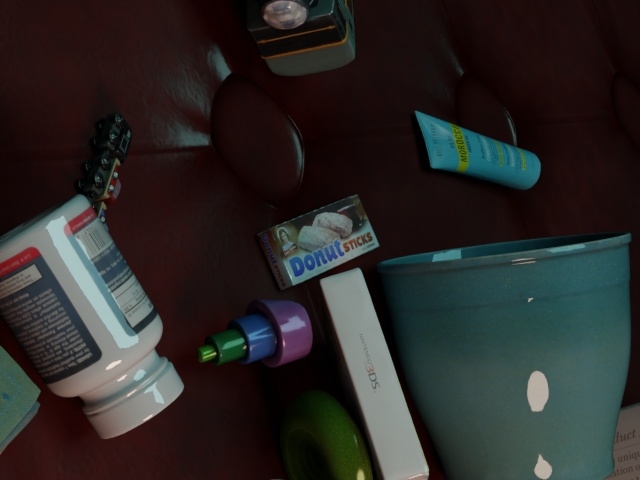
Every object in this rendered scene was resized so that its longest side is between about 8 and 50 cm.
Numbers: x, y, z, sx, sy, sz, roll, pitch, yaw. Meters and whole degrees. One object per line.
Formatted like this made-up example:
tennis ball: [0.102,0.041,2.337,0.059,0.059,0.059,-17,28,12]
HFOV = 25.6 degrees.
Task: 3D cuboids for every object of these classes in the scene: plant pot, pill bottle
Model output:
plant pot: [0.209,0.133,1.504,0.271,0.271,0.255,-8,91,-54]
pill bottle: [-0.191,0.064,1.135,0.180,0.108,0.108,60,36,-9]

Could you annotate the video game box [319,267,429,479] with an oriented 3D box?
video game box: [0.050,0.154,1.339,0.187,0.048,0.205,89,-16,-66]

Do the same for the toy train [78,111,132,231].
toy train: [-0.197,-0.051,1.265,0.036,0.027,0.158,51,36,-38]

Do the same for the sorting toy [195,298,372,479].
sorting toy: [-0.029,0.235,1.274,0.126,0.127,0.365,-16,86,-32]

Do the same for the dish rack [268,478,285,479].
dish rack: [-0.018,0.338,1.159,0.208,0.074,0.271,26,50,-13]

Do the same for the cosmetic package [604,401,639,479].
cosmetic package: [0.553,0.398,1.721,0.327,0.329,0.393,27,51,-41]

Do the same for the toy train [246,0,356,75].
toy train: [-0.033,-0.341,1.542,0.190,0.142,0.334,64,19,-56]

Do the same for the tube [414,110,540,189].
tube: [0.198,-0.109,1.800,0.207,0.052,0.080,12,50,-43]

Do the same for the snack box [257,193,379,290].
snack box: [0.000,0.000,1.494,0.178,0.022,0.064,-23,91,-55]

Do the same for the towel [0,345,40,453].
towel: [-0.370,0.124,0.931,0.271,0.040,0.370,54,39,-15]
